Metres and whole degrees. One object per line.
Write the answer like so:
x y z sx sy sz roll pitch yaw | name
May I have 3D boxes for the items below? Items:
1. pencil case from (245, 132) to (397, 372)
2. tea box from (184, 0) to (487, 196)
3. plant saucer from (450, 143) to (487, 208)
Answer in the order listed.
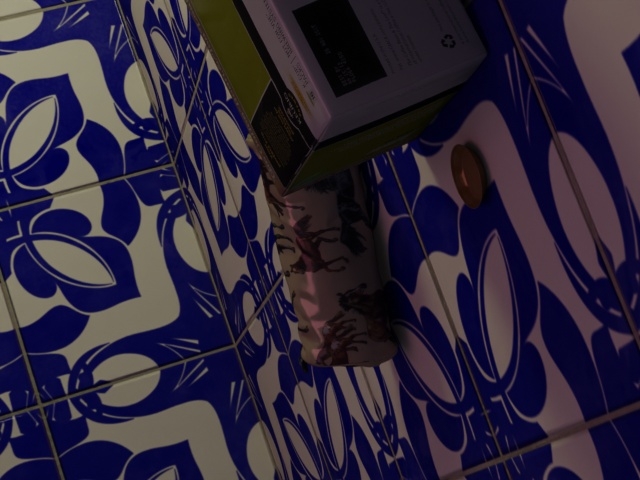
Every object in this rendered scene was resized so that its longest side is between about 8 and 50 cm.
0.000 0.000 2.115 0.183 0.160 0.410 4 111 57 | pencil case
-0.001 -0.276 1.675 0.329 0.220 0.323 64 162 7 | tea box
0.187 -0.081 1.670 0.083 0.015 0.083 164 90 -73 | plant saucer
